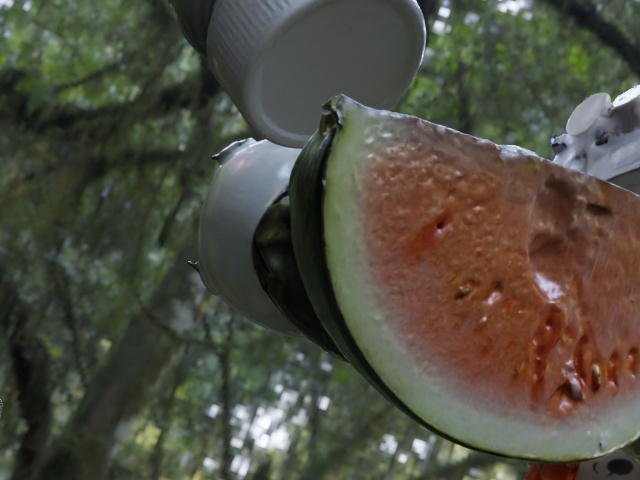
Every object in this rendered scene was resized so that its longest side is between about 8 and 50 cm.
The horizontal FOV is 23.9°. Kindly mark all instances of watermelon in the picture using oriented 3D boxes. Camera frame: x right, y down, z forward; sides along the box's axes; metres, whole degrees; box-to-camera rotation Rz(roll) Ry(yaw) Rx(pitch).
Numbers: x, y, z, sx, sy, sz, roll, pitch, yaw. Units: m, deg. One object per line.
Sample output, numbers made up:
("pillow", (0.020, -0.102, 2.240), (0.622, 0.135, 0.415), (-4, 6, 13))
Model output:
("watermelon", (0.090, 0.035, 0.858), (0.303, 0.159, 0.128), (16, -4, -29))

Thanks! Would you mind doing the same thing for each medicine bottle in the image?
("medicine bottle", (-0.045, -0.211, 1.163), (0.165, 0.273, 0.165), (-18, -41, -16))

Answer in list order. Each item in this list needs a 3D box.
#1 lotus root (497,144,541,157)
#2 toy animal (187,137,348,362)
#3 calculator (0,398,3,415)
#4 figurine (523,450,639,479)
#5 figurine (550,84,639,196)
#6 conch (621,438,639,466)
("lotus root", (0.223, -0.045, 1.771), (0.138, 0.138, 0.214), (3, -12, 31))
("toy animal", (0.000, 0.000, 1.710), (0.310, 0.251, 0.251), (15, -25, 35))
("calculator", (-0.235, 0.120, 0.647), (0.190, 0.127, 0.034), (2, 32, -38))
("figurine", (0.406, 0.211, 1.563), (0.306, 0.241, 0.411), (1, -8, -37))
("figurine", (0.305, -0.001, 1.300), (0.182, 0.144, 0.257), (-28, -69, 20))
("conch", (0.257, 0.050, 1.082), (0.324, 0.263, 0.186), (15, -62, 42))
